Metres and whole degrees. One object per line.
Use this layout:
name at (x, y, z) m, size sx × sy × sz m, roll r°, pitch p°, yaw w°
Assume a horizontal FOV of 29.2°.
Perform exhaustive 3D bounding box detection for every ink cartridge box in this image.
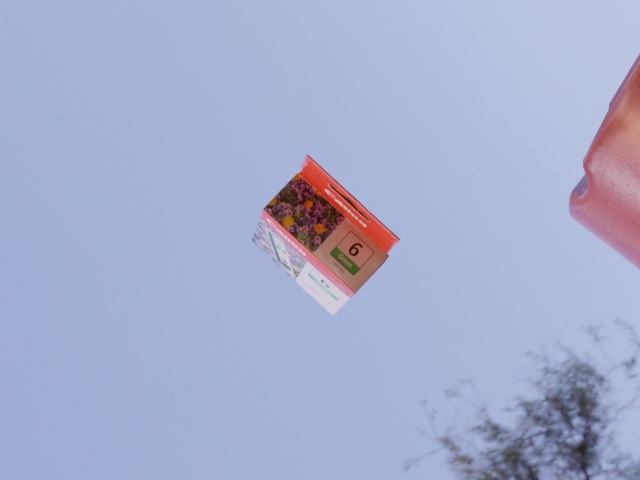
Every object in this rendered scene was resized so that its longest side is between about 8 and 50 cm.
ink cartridge box at (0.000, 0.000, 0.618) m, size 0.063 × 0.115 × 0.029 m, roll 43°, pitch -103°, yaw 2°

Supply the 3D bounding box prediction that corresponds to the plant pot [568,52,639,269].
plant pot at (0.302, -0.028, 0.680) m, size 0.265 × 0.272 × 0.272 m, roll 35°, pitch -129°, yaw 17°
